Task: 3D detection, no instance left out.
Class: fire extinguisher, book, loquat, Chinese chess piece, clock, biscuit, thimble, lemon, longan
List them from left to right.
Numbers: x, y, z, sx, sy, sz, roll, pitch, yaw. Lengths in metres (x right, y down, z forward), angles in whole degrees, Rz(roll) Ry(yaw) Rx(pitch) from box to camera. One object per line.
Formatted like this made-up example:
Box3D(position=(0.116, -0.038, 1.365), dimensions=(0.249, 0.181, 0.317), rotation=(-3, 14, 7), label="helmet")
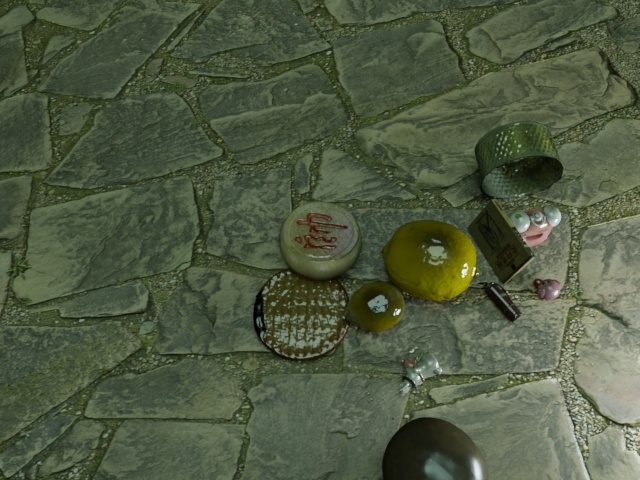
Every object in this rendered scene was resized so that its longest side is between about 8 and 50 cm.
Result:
Box3D(position=(-0.058, 0.228, 1.962), dimensions=(0.317, 0.040, 0.318), rotation=(-1, 65, 2), label="biscuit")
Box3D(position=(0.000, 0.000, 2.007), dimensions=(0.269, 0.112, 0.270), rotation=(0, 54, 0), label="Chinese chess piece")
Box3D(position=(0.167, 0.207, 1.906), dimensions=(0.195, 0.152, 0.152), rotation=(-11, 64, -14), label="loquat")
Box3D(position=(0.338, 0.060, 1.912), dimensions=(0.283, 0.260, 0.261), rotation=(-11, 63, 17), label="lemon")
Box3D(position=(0.298, 0.613, 1.627), dimensions=(0.296, 0.297, 0.298), rotation=(-1, 64, 2), label="longan")
Box3D(position=(0.574, 0.003, 1.981), dimensions=(0.026, 0.161, 0.231), rotation=(-13, 62, -29), label="book")
Box3D(position=(0.573, 0.183, 1.958), dimensions=(0.078, 0.045, 0.157), rotation=(-20, 61, -38), label="fire extinguisher")
Box3D(position=(0.648, -0.261, 2.045), dimensions=(0.270, 0.271, 0.150), rotation=(-5, 63, 0), label="thimble")
Box3D(position=(0.682, -0.044, 1.994), dimensions=(0.165, 0.162, 0.093), rotation=(-10, 67, -2), label="clock")

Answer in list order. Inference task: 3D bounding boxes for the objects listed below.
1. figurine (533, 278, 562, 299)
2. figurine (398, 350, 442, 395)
Box3D(position=(0.722, 0.154, 1.949), dimensions=(0.083, 0.071, 0.067), rotation=(-13, 106, 5), label="figurine")
Box3D(position=(0.282, 0.399, 1.860), dimensions=(0.146, 0.081, 0.098), rotation=(-29, 23, -6), label="figurine")
